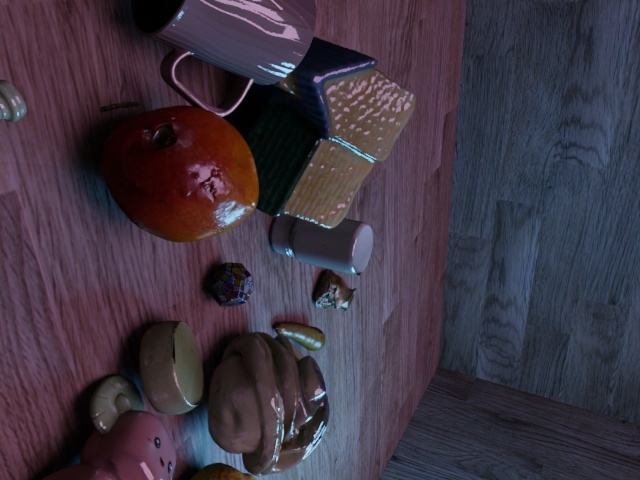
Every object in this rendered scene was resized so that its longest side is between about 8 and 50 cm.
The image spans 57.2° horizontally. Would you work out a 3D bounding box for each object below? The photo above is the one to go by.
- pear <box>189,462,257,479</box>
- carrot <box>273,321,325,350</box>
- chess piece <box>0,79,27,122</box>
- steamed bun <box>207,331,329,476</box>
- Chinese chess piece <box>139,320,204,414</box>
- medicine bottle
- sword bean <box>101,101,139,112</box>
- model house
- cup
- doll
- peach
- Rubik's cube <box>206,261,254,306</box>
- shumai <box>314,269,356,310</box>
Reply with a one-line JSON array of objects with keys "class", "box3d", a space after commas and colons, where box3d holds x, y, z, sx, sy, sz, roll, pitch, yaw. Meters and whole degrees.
[{"class": "pear", "box3d": [-0.245, 0.683, 1.428, 0.271, 0.271, 0.271, -38, 134, -54]}, {"class": "carrot", "box3d": [-0.069, 0.284, 1.793, 0.298, 0.078, 0.078, 33, 71, -59]}, {"class": "chess piece", "box3d": [-0.467, -0.158, 0.772, 0.149, 0.059, 0.059, -48, 142, -41]}, {"class": "steamed bun", "box3d": [-0.106, 0.400, 1.473, 0.339, 0.247, 0.352, -68, 144, -54]}, {"class": "Chinese chess piece", "box3d": [-0.302, 0.258, 1.196, 0.188, 0.083, 0.189, -13, 90, -85]}, {"class": "medicine bottle", "box3d": [0.000, 0.000, 1.578, 0.143, 0.258, 0.144, -38, 133, -56]}, {"class": "sword bean", "box3d": [-0.350, -0.236, 1.029, 0.083, 0.012, 0.012, -33, 130, -55]}, {"class": "model house", "box3d": [-0.056, -0.260, 1.322, 0.342, 0.334, 0.382, 15, 105, -47]}, {"class": "cup", "box3d": [-0.165, -0.383, 1.019, 0.273, 0.208, 0.289, 14, 70, -47]}, {"class": "doll", "box3d": [-0.384, 0.416, 1.094, 0.268, 0.216, 0.284, -73, 147, -69]}, {"class": "peach", "box3d": [-0.235, -0.115, 1.022, 0.238, 0.280, 0.281, -63, 153, -6]}, {"class": "Rubik's cube", "box3d": [-0.211, 0.103, 1.377, 0.111, 0.093, 0.111, -41, 138, -51]}, {"class": "shumai", "box3d": [0.056, 0.171, 1.938, 0.145, 0.116, 0.146, -33, 129, -55]}]
